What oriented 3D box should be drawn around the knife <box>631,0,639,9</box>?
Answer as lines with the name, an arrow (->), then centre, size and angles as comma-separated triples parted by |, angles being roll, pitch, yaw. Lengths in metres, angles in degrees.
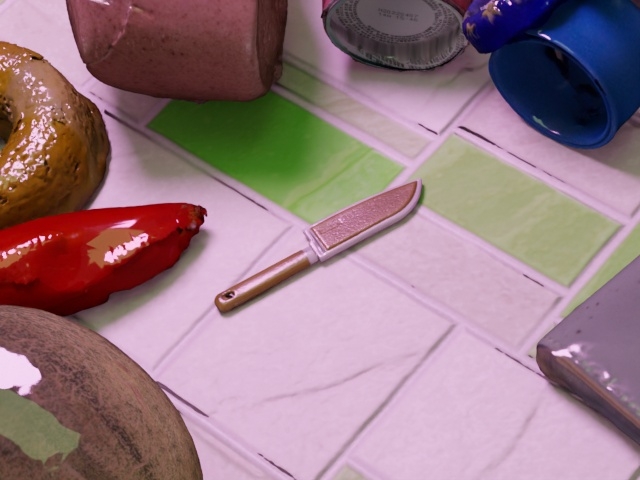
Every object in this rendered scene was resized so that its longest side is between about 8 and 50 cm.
knife -> 0.351, -0.260, 1.929 | 0.170, 0.010, 0.023 | -21, 54, -4

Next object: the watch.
watch -> 0.261, -0.203, 1.782 | 0.171, 0.200, 0.196 | -42, 14, -13

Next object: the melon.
melon -> -0.256, 0.195, 1.558 | 0.329, 0.248, 0.248 | 30, 64, 23

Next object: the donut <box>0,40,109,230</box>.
donut -> -0.368, -0.101, 1.878 | 0.272, 0.107, 0.272 | -6, 55, 8

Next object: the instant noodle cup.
instant noodle cup -> 0.096, -0.333, 1.907 | 0.244, 0.244, 0.255 | 3, 62, 12

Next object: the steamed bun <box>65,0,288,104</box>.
steamed bun -> -0.145, -0.245, 1.881 | 0.252, 0.199, 0.301 | -4, 22, 7

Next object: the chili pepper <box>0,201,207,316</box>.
chili pepper -> -0.299, 0.030, 1.774 | 0.388, 0.110, 0.110 | -16, 53, -9

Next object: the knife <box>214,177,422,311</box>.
knife -> 0.000, -0.001, 1.792 | 0.256, 0.022, 0.046 | -29, 51, -12

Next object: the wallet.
wallet -> 0.407, 0.065, 1.643 | 0.360, 0.083, 0.252 | -39, 52, -17
